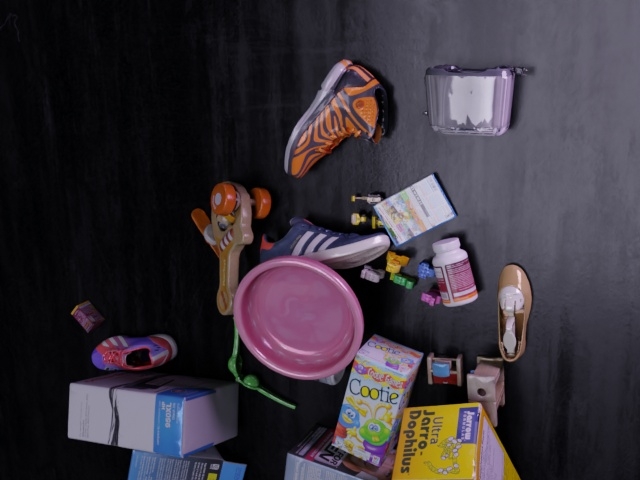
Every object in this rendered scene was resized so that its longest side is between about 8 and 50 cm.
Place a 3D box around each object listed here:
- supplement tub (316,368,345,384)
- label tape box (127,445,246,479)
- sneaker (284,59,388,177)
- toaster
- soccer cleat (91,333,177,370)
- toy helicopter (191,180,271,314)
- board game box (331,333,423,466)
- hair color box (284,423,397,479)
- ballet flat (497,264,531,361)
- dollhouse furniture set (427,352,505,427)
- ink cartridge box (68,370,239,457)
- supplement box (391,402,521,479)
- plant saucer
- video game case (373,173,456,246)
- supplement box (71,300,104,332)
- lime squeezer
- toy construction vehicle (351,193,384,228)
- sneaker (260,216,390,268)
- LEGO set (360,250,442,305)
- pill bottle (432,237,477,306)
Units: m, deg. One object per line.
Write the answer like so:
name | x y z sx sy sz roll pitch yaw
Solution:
supplement tub | -0.032 0.307 1.942 0.190 0.117 0.117 10 107 22
label tape box | -0.410 0.718 2.202 0.333 0.106 0.241 11 110 -12
sneaker | 0.045 -0.257 1.763 0.180 0.124 0.321 37 115 13
toaster | 0.339 -0.312 1.616 0.226 0.129 0.147 6 109 21
soccer cleat | -0.586 0.346 2.203 0.318 0.116 0.109 -9 98 26
toy helicopter | -0.254 0.020 1.947 0.235 0.140 0.355 -5 83 51
board game box | 0.145 0.407 1.871 0.144 0.142 0.275 20 110 19
hair color box | 0.113 0.619 1.914 0.374 0.185 0.114 13 107 21
ballet flat | 0.453 0.176 1.712 0.080 0.073 0.232 0 102 24
dollhouse furniture set | 0.345 0.361 1.775 0.183 0.129 0.129 0 103 23
ink cartridge box | -0.472 0.481 2.078 0.394 0.285 0.166 1 89 24
supplement box | 0.331 0.567 1.712 0.195 0.194 0.357 -11 129 26
plant saucer | -0.049 0.183 1.803 0.332 0.084 0.332 7 115 16
video game case | 0.227 -0.071 1.770 0.166 0.015 0.119 -28 95 19
supplement box | -0.724 0.236 2.275 0.083 0.055 0.043 47 118 8
lime squeezer | -0.193 0.369 2.077 0.110 0.059 0.310 -33 86 -3
toy construction vehicle | 0.126 -0.074 1.824 0.098 0.035 0.086 0 104 16
sneaker | 0.000 0.000 1.855 0.349 0.131 0.148 -13 70 15
LEGO set | 0.202 0.085 1.792 0.227 0.093 0.087 18 109 20
pill bottle | 0.317 0.074 1.742 0.086 0.086 0.152 -12 98 26
